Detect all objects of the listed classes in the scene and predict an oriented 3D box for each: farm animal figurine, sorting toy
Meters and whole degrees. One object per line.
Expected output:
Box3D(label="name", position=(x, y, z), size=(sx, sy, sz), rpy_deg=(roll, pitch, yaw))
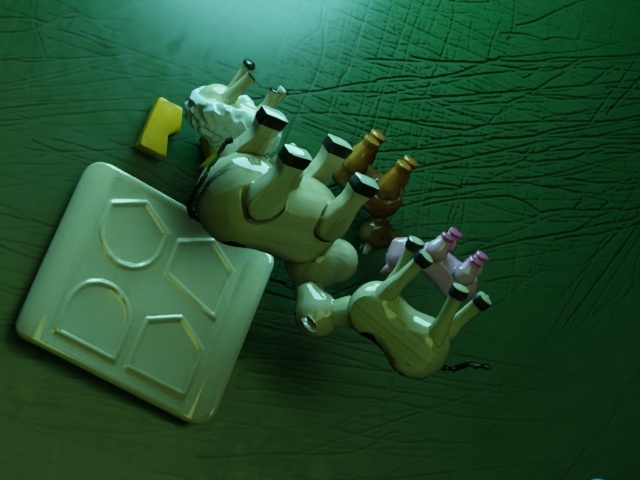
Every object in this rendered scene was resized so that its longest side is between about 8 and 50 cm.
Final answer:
Box3D(label="farm animal figurine", position=(0.000, 0.000, 1.729), size=(0.326, 0.330, 0.172), rpy_deg=(29, 111, -25))
Box3D(label="sorting toy", position=(-0.168, 0.016, 1.782), size=(0.229, 0.041, 0.307), rpy_deg=(28, 66, -17))

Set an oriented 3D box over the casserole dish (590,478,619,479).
Box3D(label="casserole dish", position=(0.320, 0.359, 1.901), size=(0.114, 0.037, 0.188), rpy_deg=(34, 72, -11))
